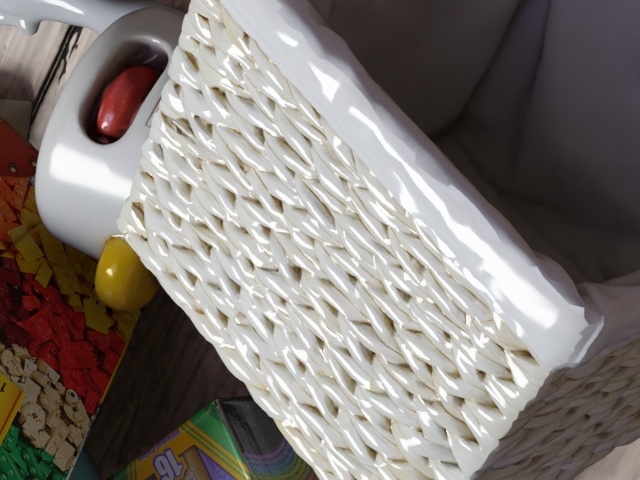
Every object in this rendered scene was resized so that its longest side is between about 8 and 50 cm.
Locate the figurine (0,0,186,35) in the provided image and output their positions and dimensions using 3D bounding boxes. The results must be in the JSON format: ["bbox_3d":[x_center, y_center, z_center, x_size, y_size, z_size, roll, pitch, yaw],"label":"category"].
[{"bbox_3d":[-0.168,-0.243,1.478,0.209,0.092,0.214,29,108,26],"label":"figurine"}]

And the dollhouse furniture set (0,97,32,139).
[{"bbox_3d":[-0.389,-0.142,1.596,0.262,0.135,0.259,17,101,33],"label":"dollhouse furniture set"}]

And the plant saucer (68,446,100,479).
[{"bbox_3d":[-0.229,0.301,1.382,0.044,0.317,0.317,22,108,-10],"label":"plant saucer"}]

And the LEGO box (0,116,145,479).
[{"bbox_3d":[-0.399,0.180,1.448,0.500,0.372,0.193,-33,112,32],"label":"LEGO box"}]

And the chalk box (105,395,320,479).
[{"bbox_3d":[-0.037,0.235,1.368,0.132,0.132,0.213,-36,70,29],"label":"chalk box"}]

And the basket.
[{"bbox_3d":[0.108,-0.030,1.122,0.331,0.328,0.266,47,137,23],"label":"basket"}]

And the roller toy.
[{"bbox_3d":[-0.105,-0.062,1.358,0.146,0.209,0.191,25,120,15],"label":"roller toy"}]
